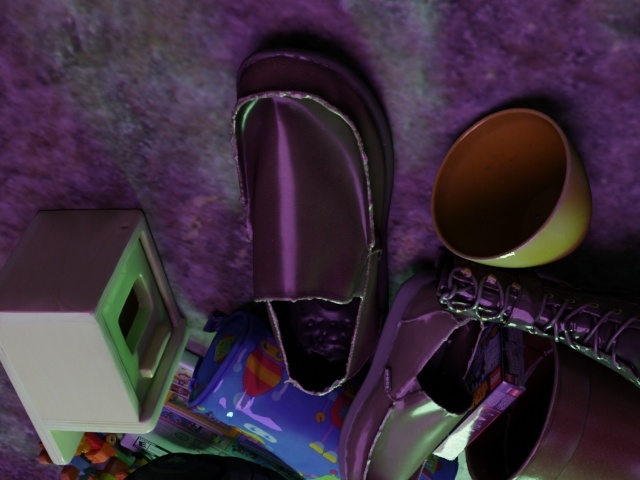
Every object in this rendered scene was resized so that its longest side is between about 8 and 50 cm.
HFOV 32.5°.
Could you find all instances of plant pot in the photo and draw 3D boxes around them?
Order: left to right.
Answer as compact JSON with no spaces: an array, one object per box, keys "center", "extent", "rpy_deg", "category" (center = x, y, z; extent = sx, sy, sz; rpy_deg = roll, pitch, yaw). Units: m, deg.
[{"center":[0.175,-0.031,0.923],"extent":[0.134,0.134,0.095],"rpy_deg":[-28,142,33],"category":"plant pot"},{"center":[0.252,0.186,1.065],"extent":[0.165,0.167,0.167],"rpy_deg":[22,133,-14],"category":"plant pot"}]

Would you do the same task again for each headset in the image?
[{"center":[-0.176,0.357,1.218],"extent":[0.394,0.185,0.243],"rpy_deg":[17,93,-14],"category":"headset"}]

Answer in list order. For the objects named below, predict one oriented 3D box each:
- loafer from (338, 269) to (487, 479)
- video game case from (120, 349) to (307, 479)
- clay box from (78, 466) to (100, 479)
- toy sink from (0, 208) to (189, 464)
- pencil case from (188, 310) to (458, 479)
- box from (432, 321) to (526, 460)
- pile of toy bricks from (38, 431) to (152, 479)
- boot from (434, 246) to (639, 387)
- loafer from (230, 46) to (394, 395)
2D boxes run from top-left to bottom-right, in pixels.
[{"center":[0.089,0.156,1.049],"extent":[0.094,0.087,0.251],"rpy_deg":[1,109,-40],"category":"loafer"},{"center":[-0.107,0.231,1.286],"extent":[0.212,0.023,0.193],"rpy_deg":[28,132,-9],"category":"video game case"},{"center":[-0.235,0.394,1.394],"extent":[0.222,0.127,0.053],"rpy_deg":[35,131,-15],"category":"clay box"},{"center":[-0.223,0.105,1.120],"extent":[0.131,0.152,0.234],"rpy_deg":[0,129,15],"category":"toy sink"},{"center":[-0.003,0.195,1.161],"extent":[0.306,0.119,0.133],"rpy_deg":[35,141,-16],"category":"pencil case"},{"center":[0.155,0.144,1.089],"extent":[0.027,0.094,0.137],"rpy_deg":[22,132,-14],"category":"box"},{"center":[-0.261,0.309,1.325],"extent":[0.118,0.105,0.212],"rpy_deg":[-13,131,42],"category":"pile of toy bricks"},{"center":[0.207,0.072,0.929],"extent":[0.229,0.263,0.091],"rpy_deg":[16,97,-6],"category":"boot"},{"center":[0.000,0.000,0.981],"extent":[0.134,0.130,0.366],"rpy_deg":[-1,130,16],"category":"loafer"}]
